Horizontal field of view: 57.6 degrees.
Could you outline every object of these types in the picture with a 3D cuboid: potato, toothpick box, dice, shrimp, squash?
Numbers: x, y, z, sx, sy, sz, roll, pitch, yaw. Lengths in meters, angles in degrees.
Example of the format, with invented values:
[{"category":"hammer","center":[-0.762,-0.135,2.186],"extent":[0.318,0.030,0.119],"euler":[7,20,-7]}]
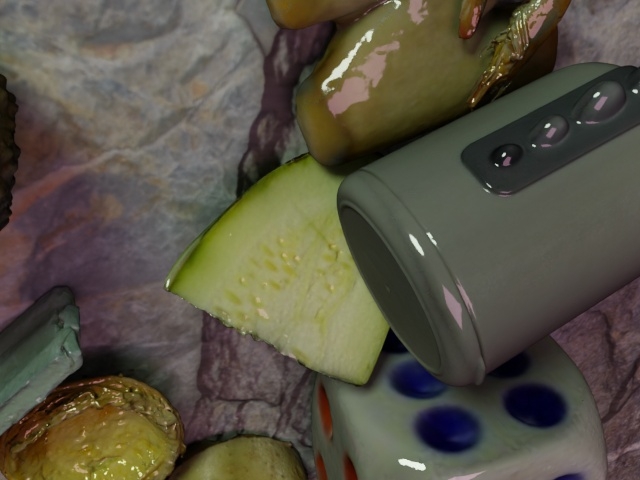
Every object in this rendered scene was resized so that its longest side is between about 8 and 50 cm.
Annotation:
[{"category":"potato","center":[-0.086,0.426,0.805],"extent":[0.242,0.242,0.286],"euler":[-19,123,-8]},{"category":"toothpick box","center":[0.192,-0.038,0.522],"extent":[0.316,0.229,0.229],"euler":[-29,127,-7]},{"category":"dice","center":[0.161,0.277,0.759],"extent":[0.304,0.277,0.304],"euler":[-7,124,-14]},{"category":"shrimp","center":[0.163,-0.194,0.518],"extent":[0.095,0.045,0.163],"euler":[13,119,-32]},{"category":"squash","center":[0.000,0.000,0.599],"extent":[0.236,0.204,0.155],"euler":[33,123,-23]}]

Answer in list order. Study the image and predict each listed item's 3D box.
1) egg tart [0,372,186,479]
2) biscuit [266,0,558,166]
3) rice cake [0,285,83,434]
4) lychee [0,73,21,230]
[{"category":"egg tart","center":[-0.263,0.230,0.685],"extent":[0.212,0.090,0.213],"euler":[-9,125,-13]},{"category":"biscuit","center":[0.100,-0.212,0.546],"extent":[0.290,0.062,0.237],"euler":[-22,126,-12]},{"category":"rice cake","center":[-0.322,0.143,0.594],"extent":[0.211,0.124,0.038],"euler":[-44,131,4]},{"category":"lychee","center":[-0.340,-0.060,0.377],"extent":[0.255,0.274,0.255],"euler":[0,93,-5]}]
